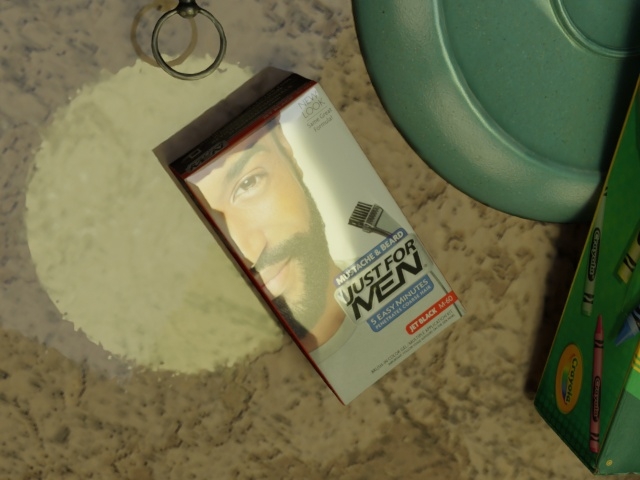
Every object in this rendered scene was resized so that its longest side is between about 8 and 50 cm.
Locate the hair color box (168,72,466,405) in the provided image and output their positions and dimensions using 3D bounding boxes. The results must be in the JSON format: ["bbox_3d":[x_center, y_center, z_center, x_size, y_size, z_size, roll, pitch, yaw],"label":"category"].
[{"bbox_3d":[0.000,0.000,0.691,0.093,0.053,0.167,-37,110,-6],"label":"hair color box"}]

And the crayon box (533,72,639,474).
[{"bbox_3d":[0.251,0.003,0.724,0.165,0.081,0.279,2,114,-24],"label":"crayon box"}]

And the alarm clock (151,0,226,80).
[{"bbox_3d":[-0.074,-0.178,0.618,0.129,0.064,0.192,-6,103,-17],"label":"alarm clock"}]

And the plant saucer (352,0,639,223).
[{"bbox_3d":[0.174,-0.161,0.715,0.317,0.043,0.318,-5,105,-18],"label":"plant saucer"}]
